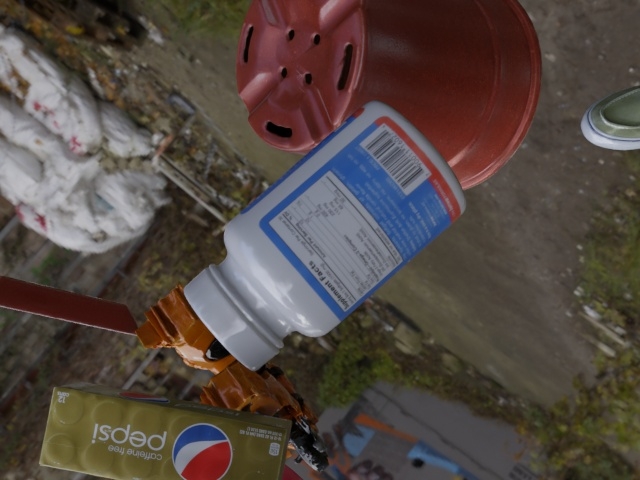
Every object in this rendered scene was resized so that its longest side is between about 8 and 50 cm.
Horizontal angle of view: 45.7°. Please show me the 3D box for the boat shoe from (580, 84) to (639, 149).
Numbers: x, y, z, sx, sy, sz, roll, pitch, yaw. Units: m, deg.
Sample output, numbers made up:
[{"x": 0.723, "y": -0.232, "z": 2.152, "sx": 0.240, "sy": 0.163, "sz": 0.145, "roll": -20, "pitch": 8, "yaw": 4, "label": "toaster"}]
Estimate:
[{"x": 0.584, "y": -0.231, "z": 1.251, "sx": 0.094, "sy": 0.302, "sz": 0.109, "roll": 79, "pitch": 177, "yaw": -68, "label": "boat shoe"}]

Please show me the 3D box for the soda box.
[{"x": -0.117, "y": 0.156, "z": 0.590, "sx": 0.181, "sy": 0.061, "sz": 0.058, "roll": 10, "pitch": 174, "yaw": 4, "label": "soda box"}]

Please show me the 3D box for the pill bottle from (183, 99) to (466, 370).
[{"x": 0.000, "y": 0.000, "z": 0.624, "sx": 0.124, "sy": 0.221, "sz": 0.124, "roll": 49, "pitch": 178, "yaw": 2, "label": "pill bottle"}]

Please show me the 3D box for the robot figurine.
[{"x": -0.084, "y": 0.162, "z": 0.828, "sx": 0.211, "sy": 0.085, "sz": 0.291, "roll": 50, "pitch": 174, "yaw": 29, "label": "robot figurine"}]

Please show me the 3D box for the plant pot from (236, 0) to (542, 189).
[{"x": 0.066, "y": -0.193, "z": 0.875, "sx": 0.265, "sy": 0.272, "sz": 0.272, "roll": -2, "pitch": -157, "yaw": -44, "label": "plant pot"}]

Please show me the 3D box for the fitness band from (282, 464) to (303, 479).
[{"x": -0.068, "y": 0.336, "z": 0.719, "sx": 0.290, "sy": 0.209, "sz": 0.054, "roll": 60, "pitch": -170, "yaw": -5, "label": "fitness band"}]

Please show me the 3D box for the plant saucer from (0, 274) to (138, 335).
[{"x": -0.454, "y": 0.101, "z": 1.273, "sx": 0.259, "sy": 0.047, "sz": 0.259, "roll": 18, "pitch": 172, "yaw": -29, "label": "plant saucer"}]
